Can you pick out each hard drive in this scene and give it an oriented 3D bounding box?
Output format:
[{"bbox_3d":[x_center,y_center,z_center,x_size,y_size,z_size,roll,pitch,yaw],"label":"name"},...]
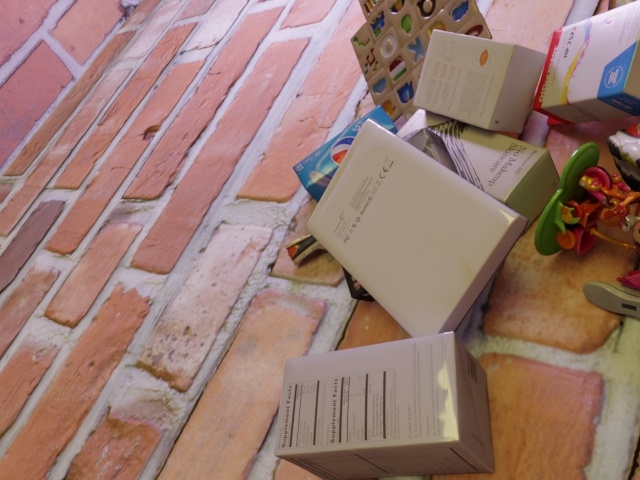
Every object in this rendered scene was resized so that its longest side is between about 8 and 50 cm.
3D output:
[{"bbox_3d":[0.117,-0.022,0.835,0.319,0.040,0.210,45,111,43],"label":"hard drive"}]

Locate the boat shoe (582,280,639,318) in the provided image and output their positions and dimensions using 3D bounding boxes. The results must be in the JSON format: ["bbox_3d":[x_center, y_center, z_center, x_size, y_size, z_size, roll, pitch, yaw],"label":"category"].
[{"bbox_3d":[0.387,0.071,0.727,0.035,0.035,0.100,-31,31,-31],"label":"boat shoe"}]

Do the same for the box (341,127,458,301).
[{"bbox_3d":[0.121,-0.036,0.908,0.231,0.056,0.183,-37,54,33],"label":"box"}]

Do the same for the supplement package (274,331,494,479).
[{"bbox_3d":[0.081,0.223,0.744,0.243,0.139,0.134,-14,50,26],"label":"supplement package"}]

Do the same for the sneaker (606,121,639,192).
[{"bbox_3d":[0.440,-0.096,0.675,0.118,0.107,0.279,-32,22,17],"label":"sneaker"}]

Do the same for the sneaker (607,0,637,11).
[{"bbox_3d":[0.539,-0.355,0.921,0.130,0.112,0.297,-5,62,24],"label":"sneaker"}]

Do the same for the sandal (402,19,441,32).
[{"bbox_3d":[0.248,-0.366,1.107,0.126,0.138,0.317,-39,44,-6],"label":"sandal"}]

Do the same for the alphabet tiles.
[{"bbox_3d":[0.178,-0.388,1.104,0.285,0.011,0.343,-36,65,46],"label":"alphabet tiles"}]

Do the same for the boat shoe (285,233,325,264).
[{"bbox_3d":[0.000,0.000,1.061,0.136,0.049,0.043,-26,87,13],"label":"boat shoe"}]

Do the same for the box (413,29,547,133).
[{"bbox_3d":[0.254,-0.260,0.936,0.170,0.090,0.130,35,118,45],"label":"box"}]

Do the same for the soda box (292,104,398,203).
[{"bbox_3d":[0.055,-0.166,1.124,0.210,0.071,0.067,-35,58,8],"label":"soda box"}]

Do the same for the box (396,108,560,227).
[{"bbox_3d":[0.240,-0.121,0.943,0.113,0.094,0.275,-50,42,-7],"label":"box"}]

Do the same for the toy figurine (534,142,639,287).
[{"bbox_3d":[0.377,-0.015,0.712,0.130,0.173,0.159,-26,44,-25],"label":"toy figurine"}]

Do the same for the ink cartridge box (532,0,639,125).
[{"bbox_3d":[0.403,-0.252,0.849,0.231,0.077,0.134,-163,89,-72],"label":"ink cartridge box"}]
